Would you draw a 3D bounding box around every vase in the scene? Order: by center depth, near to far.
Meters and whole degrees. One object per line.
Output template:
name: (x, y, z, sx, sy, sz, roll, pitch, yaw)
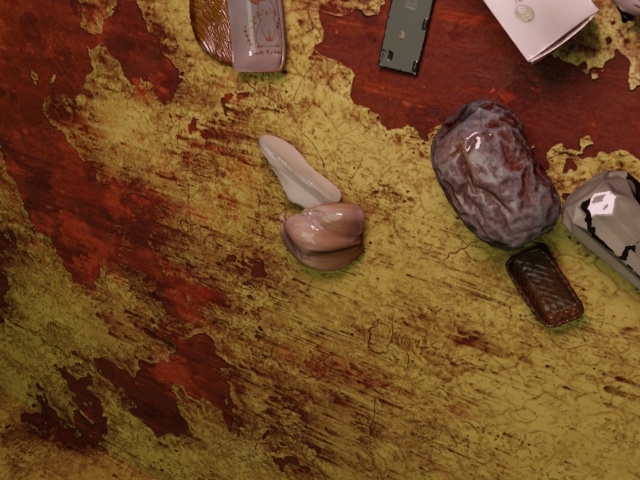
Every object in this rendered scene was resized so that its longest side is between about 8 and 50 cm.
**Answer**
vase: (0.653, 0.028, 1.203, 0.360, 0.165, 0.165, 47, 125, -1)

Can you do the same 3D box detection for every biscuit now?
biscuit: (-0.255, -0.551, 1.521, 0.228, 0.031, 0.176, 47, 127, 4)

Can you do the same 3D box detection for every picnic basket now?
picnic basket: (0.511, 0.101, 1.366, 0.110, 0.055, 0.193, -31, 94, 34)

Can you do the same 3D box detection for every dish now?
dish: (-0.144, -0.518, 1.447, 0.151, 0.077, 0.213, 8, 115, 28)

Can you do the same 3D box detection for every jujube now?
jujube: (0.362, -0.130, 1.251, 0.226, 0.226, 0.317, -30, 100, 35)

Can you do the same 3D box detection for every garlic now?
garlic: (0.000, 0.000, 1.537, 0.227, 0.110, 0.217, 4, 140, 12)

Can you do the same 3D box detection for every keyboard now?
keyboard: (0.197, -0.523, 1.286, 0.106, 0.027, 0.317, 20, 120, 16)

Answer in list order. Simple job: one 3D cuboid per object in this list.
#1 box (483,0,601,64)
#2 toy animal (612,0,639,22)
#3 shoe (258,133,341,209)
box: (0.354, -0.499, 1.106, 0.145, 0.173, 0.333, -36, 91, 24)
toy animal: (0.572, -0.495, 1.002, 0.187, 0.165, 0.235, -4, 107, 12)
shoe: (-0.074, -0.156, 1.557, 0.265, 0.095, 0.110, 41, 125, 5)
